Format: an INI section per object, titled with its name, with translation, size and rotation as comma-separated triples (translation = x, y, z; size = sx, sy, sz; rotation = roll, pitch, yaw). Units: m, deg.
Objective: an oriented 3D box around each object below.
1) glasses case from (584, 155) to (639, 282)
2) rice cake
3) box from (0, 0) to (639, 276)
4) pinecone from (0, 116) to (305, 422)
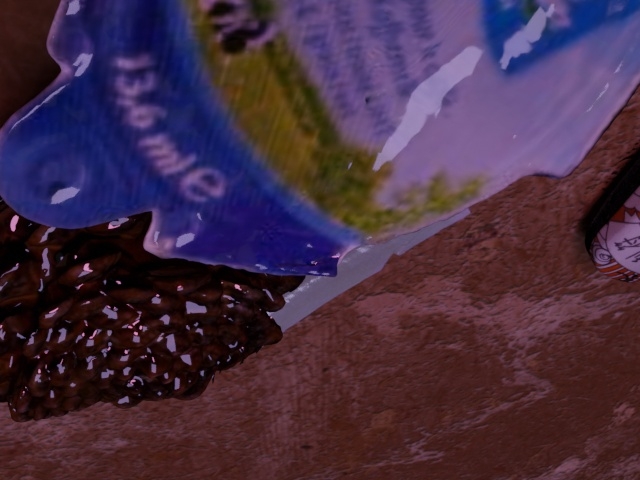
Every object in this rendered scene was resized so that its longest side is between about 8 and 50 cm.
[glasses case]
translation = 0.320, -0.064, 0.860
size = 0.103, 0.067, 0.267
rotation = 11, 130, -28
[rice cake]
translation = 0.000, 0.000, 0.826
size = 0.237, 0.043, 0.127
rotation = -31, 137, 14
[box]
translation = -0.017, -0.137, 0.479
size = 0.291, 0.206, 0.262
rotation = -27, 136, 3
[pinecone]
translation = -0.133, 0.006, 0.668
size = 0.221, 0.221, 0.221
rotation = -11, 138, -10
